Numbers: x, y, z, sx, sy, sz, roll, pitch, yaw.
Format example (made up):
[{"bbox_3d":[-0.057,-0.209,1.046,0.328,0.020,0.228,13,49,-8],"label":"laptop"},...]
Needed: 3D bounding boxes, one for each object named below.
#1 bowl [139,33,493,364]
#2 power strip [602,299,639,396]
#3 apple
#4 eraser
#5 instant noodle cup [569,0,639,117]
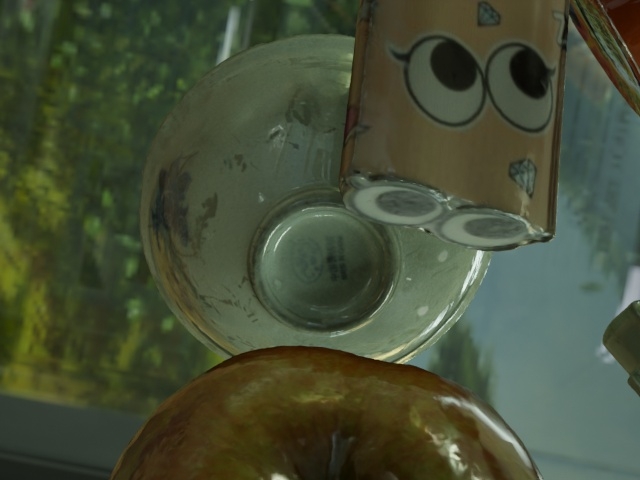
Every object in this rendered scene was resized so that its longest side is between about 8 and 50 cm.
[{"bbox_3d":[0.000,0.000,1.177,0.146,0.314,0.313,-91,-170,-72],"label":"bowl"},{"bbox_3d":[0.324,0.097,1.180,0.046,0.118,0.270,-50,155,25],"label":"power strip"},{"bbox_3d":[0.007,0.197,0.786,0.309,0.278,0.250,59,-8,17],"label":"apple"},{"bbox_3d":[0.100,-0.149,1.083,0.087,0.171,0.290,-33,-135,58],"label":"eraser"},{"bbox_3d":[0.396,-0.282,1.644,0.250,0.192,0.250,56,6,-9],"label":"instant noodle cup"}]
